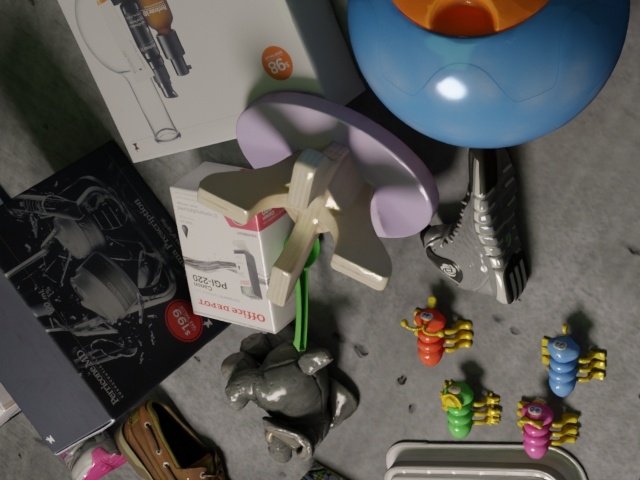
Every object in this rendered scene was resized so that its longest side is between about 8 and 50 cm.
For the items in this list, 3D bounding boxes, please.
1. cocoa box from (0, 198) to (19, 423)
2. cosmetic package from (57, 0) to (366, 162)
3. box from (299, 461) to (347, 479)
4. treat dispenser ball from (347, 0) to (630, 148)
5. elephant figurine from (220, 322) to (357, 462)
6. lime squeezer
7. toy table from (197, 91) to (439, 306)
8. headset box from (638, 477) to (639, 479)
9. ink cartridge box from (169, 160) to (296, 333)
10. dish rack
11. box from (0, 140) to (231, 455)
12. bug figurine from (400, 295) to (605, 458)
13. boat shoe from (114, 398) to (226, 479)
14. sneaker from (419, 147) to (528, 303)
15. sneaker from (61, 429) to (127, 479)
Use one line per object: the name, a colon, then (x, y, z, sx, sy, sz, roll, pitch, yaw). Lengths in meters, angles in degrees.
cocoa box: (-0.581, 0.130, 2.075, 0.347, 0.228, 0.231, 54, 138, 2)
cosmetic package: (-0.157, -0.274, 1.621, 0.377, 0.097, 0.284, -9, 113, 40)
box: (0.044, 0.421, 1.926, 0.169, 0.059, 0.054, 26, 132, 22)
treat dispenser ball: (0.171, -0.239, 1.263, 0.288, 0.288, 0.288, 18, 126, 27)
elephant figurine: (-0.031, 0.252, 1.836, 0.169, 0.186, 0.239, -28, 115, 1)
lime squeezer: (0.000, 0.000, 1.672, 0.310, 0.058, 0.110, -62, 34, 30)
toy table: (-0.008, -0.051, 1.502, 0.274, 0.161, 0.252, 18, 137, 19)
headset box: (0.443, 0.316, 1.582, 0.062, 0.032, 0.083, 25, 128, 22)
ink cartridge box: (-0.116, 0.011, 1.769, 0.158, 0.092, 0.218, 11, 125, 32)
dish rack: (0.248, 0.428, 1.774, 0.332, 0.072, 0.286, -8, 111, 38)
box: (-0.350, 0.081, 1.833, 0.179, 0.312, 0.343, -33, 95, 44)
bug figurine: (0.235, 0.187, 1.629, 0.279, 0.072, 0.216, 10, 122, 32)
boat shoe: (-0.217, 0.402, 2.072, 0.307, 0.111, 0.104, 44, 119, 1)
sneaker: (0.177, -0.026, 1.534, 0.132, 0.086, 0.229, 8, 122, 36)
sneaker: (-0.417, 0.369, 2.168, 0.111, 0.103, 0.252, 60, 159, 1)
